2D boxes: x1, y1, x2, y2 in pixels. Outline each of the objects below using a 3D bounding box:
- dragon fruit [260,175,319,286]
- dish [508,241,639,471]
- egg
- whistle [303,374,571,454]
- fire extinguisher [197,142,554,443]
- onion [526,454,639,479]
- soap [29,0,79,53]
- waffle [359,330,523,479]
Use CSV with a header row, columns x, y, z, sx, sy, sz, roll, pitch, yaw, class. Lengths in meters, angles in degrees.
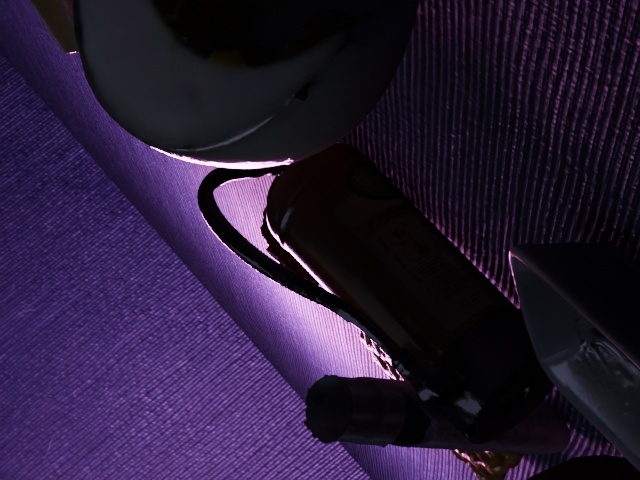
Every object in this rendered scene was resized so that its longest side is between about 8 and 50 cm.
x,y,z,sx,sy,sz,roll,pitch,yaw,class
0.000,0.000,1.775,0.162,0.106,0.083,45,170,18,dragon fruit
0.215,0.085,1.215,0.154,0.064,0.234,45,168,30,dish
-0.041,-0.154,1.162,0.162,0.206,0.271,11,-143,-50,egg
0.114,0.160,1.576,0.312,0.062,0.062,10,-156,-44,whistle
0.036,0.012,1.529,0.376,0.113,0.200,47,-162,28,fire extinguisher
0.277,0.359,1.412,0.385,0.348,0.348,11,166,2,onion
-0.176,-0.276,1.346,0.089,0.173,0.274,34,164,34,soap
0.130,0.164,1.949,0.253,0.056,0.249,49,170,15,waffle
